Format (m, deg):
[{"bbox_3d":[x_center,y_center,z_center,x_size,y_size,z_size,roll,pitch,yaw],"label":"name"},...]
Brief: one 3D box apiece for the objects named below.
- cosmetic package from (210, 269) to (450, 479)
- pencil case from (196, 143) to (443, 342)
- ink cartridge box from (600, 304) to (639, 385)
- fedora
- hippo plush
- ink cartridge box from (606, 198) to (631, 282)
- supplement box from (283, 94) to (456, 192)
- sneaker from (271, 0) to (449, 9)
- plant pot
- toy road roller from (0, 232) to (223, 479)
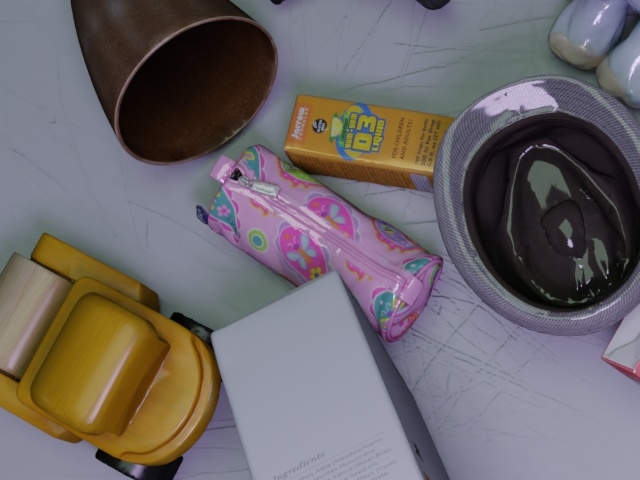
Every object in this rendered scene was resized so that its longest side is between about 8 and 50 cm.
[{"bbox_3d":[0.046,0.265,1.674,0.161,0.230,0.453,-28,38,4],"label":"cosmetic package"},{"bbox_3d":[0.000,0.000,1.916,0.284,0.124,0.124,34,86,17],"label":"pencil case"},{"bbox_3d":[0.409,0.130,1.786,0.198,0.067,0.115,34,85,-27],"label":"ink cartridge box"},{"bbox_3d":[0.254,-0.032,1.796,0.243,0.124,0.275,-31,80,8],"label":"fedora"},{"bbox_3d":[0.385,-0.286,1.833,0.294,0.236,0.234,-14,74,10],"label":"hippo plush"},{"bbox_3d":[0.355,0.014,1.859,0.181,0.061,0.104,22,83,17],"label":"ink cartridge box"},{"bbox_3d":[0.079,-0.109,1.945,0.233,0.080,0.078,9,77,17],"label":"supplement box"},{"bbox_3d":[0.020,-0.324,2.008,0.162,0.106,0.281,-47,61,4],"label":"sneaker"},{"bbox_3d":[-0.202,-0.244,1.991,0.215,0.215,0.230,-40,57,1],"label":"plant pot"},{"bbox_3d":[-0.266,0.127,1.881,0.329,0.240,0.202,27,84,17],"label":"toy road roller"}]
